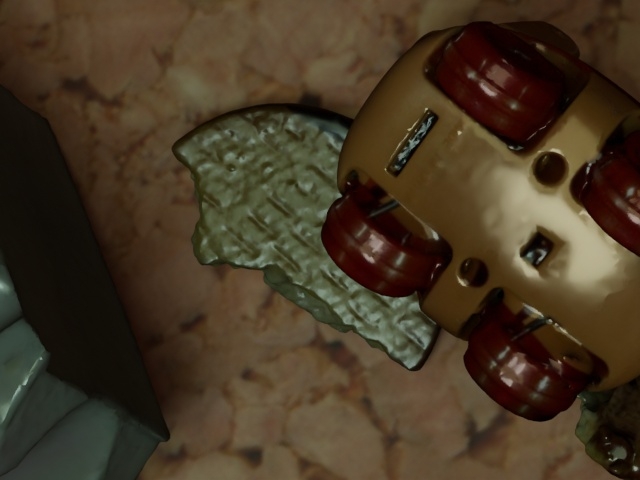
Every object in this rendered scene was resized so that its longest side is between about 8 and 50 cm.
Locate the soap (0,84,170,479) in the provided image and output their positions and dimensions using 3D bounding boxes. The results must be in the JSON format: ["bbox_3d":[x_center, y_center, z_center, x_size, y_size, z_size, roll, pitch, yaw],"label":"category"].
[{"bbox_3d":[-0.358,0.102,1.159,0.435,0.213,0.350,-34,63,9],"label":"soap"}]

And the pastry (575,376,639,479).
[{"bbox_3d":[0.308,0.089,1.089,0.236,0.170,0.256,-56,46,6],"label":"pastry"}]

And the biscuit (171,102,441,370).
[{"bbox_3d":[0.000,0.000,1.221,0.176,0.031,0.228,-25,86,10],"label":"biscuit"}]

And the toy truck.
[{"bbox_3d":[0.140,-0.035,1.089,0.265,0.239,0.189,40,113,10],"label":"toy truck"}]
